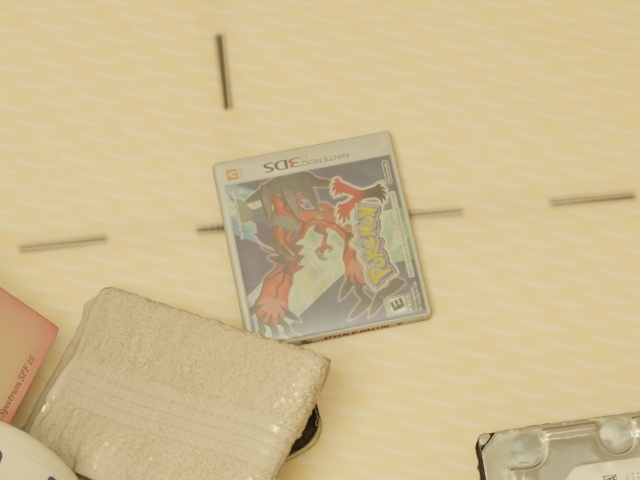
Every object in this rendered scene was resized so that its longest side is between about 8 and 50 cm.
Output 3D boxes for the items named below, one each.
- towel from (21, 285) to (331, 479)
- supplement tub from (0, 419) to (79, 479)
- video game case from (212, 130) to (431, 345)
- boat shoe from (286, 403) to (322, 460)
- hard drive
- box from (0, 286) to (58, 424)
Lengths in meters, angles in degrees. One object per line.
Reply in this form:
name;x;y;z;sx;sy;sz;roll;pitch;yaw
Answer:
towel;-0.140;0.153;1.818;0.282;0.049;0.187;14;70;32
supplement tub;-0.349;0.329;1.670;0.235;0.235;0.325;11;51;4
video game case;0.000;0.000;1.940;0.183;0.023;0.201;-11;71;-3
boat shoe;-0.105;0.208;1.838;0.233;0.079;0.084;-32;75;-9
hard drive;0.328;0.273;1.819;0.339;0.064;0.237;-7;70;-1
box;-0.385;0.087;1.793;0.232;0.127;0.148;37;60;-22
